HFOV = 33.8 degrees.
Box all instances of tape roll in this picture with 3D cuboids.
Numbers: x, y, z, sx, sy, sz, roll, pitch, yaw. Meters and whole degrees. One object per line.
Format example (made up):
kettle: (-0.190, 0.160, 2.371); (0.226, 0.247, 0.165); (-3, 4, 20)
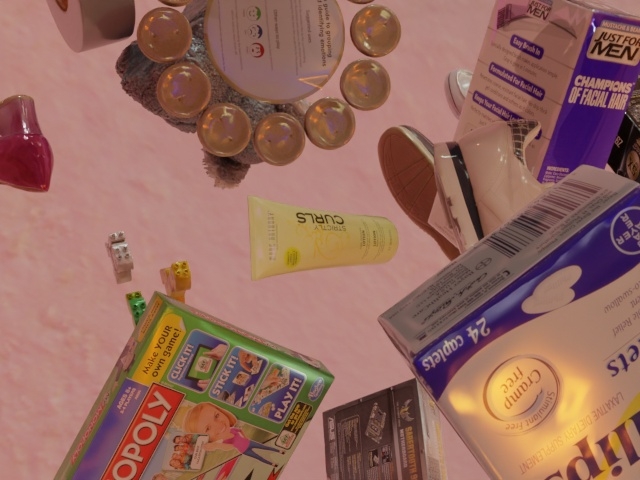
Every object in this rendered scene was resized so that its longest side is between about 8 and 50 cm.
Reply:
tape roll: (-0.310, -0.355, 1.347); (0.072, 0.219, 0.219); (-19, 71, -21)

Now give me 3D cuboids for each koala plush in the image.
koala plush: (-0.126, -0.179, 1.348); (0.196, 0.221, 0.203); (-36, 28, 10)

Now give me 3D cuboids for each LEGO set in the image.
LEGO set: (-0.185, 0.077, 1.249); (0.087, 0.093, 0.227); (-14, 70, -20)

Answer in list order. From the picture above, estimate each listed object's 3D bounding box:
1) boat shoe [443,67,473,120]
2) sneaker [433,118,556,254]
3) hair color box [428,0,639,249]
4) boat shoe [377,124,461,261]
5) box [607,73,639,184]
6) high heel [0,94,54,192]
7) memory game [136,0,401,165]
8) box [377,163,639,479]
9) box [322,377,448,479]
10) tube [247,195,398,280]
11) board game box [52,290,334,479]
boat shoe: (0.273, -0.197, 1.651); (0.083, 0.076, 0.226); (-20, 65, -24)
sneaker: (0.163, 0.019, 0.829); (0.094, 0.090, 0.235); (-17, 86, 0)
hair color box: (0.260, -0.134, 1.284); (0.185, 0.110, 0.339); (47, 129, 54)
boat shoe: (0.196, -0.056, 1.554); (0.285, 0.092, 0.103); (51, 138, 9)
box: (0.445, -0.145, 1.349); (0.180, 0.078, 0.147); (-13, 55, -25)
high heel: (-0.395, -0.061, 1.207); (0.244, 0.082, 0.117); (-27, 68, 26)
memory game: (-0.033, -0.143, 0.718); (0.186, 0.012, 0.186); (0, 90, -14)
box: (0.118, 0.059, 0.481); (0.126, 0.072, 0.137); (-37, 105, -1)
box: (0.094, 0.337, 1.542); (0.183, 0.056, 0.231); (-26, 53, 30)
tube: (0.000, 0.000, 1.223); (0.062, 0.240, 0.070); (-52, 58, 26)
board game box: (-0.150, 0.234, 1.086); (0.317, 0.213, 0.046); (-61, 30, 4)
